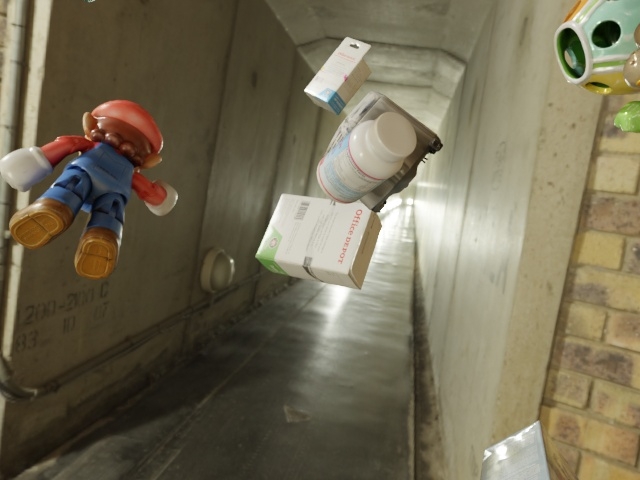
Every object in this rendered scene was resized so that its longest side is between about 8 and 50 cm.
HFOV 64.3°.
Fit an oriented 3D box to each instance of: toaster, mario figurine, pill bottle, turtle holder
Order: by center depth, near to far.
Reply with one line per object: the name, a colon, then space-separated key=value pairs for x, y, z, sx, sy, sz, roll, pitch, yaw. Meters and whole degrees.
pill bottle: x=0.066 y=-0.119 z=0.742 sx=0.087 sy=0.087 sz=0.160 roll=4 pitch=-19 yaw=-27
mario figurine: x=-0.331 y=-0.077 z=0.759 sx=0.170 sy=0.198 sz=0.320 roll=-8 pitch=39 yaw=7
toaster: x=0.100 y=-0.152 z=0.874 sx=0.146 sy=0.129 sz=0.227 roll=39 pitch=-17 yaw=0
turtle holder: x=0.663 y=-0.416 z=1.133 sx=0.228 sy=0.320 sz=0.243 roll=-19 pitch=25 yaw=-3

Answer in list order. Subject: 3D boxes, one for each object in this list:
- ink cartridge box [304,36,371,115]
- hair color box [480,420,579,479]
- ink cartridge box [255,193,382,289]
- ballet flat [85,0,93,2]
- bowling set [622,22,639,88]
ink cartridge box: x=0.056 y=-0.426 z=1.319 sx=0.104 sy=0.181 sz=0.061 roll=39 pitch=1 yaw=39
hair color box: x=0.300 y=0.390 z=0.655 sx=0.114 sy=0.185 sz=0.374 roll=-36 pitch=-14 yaw=16
ink cartridge box: x=0.000 y=0.000 z=1.059 sx=0.219 sy=0.160 sz=0.092 roll=10 pitch=-23 yaw=28
ballet flat: x=-0.373 y=-0.600 z=0.932 sx=0.124 sy=0.342 sz=0.116 roll=42 pitch=1 yaw=-10
bowling set: x=0.381 y=-0.321 z=0.572 sx=0.287 sy=0.200 sz=0.154 roll=-43 pitch=-1 yaw=-40
